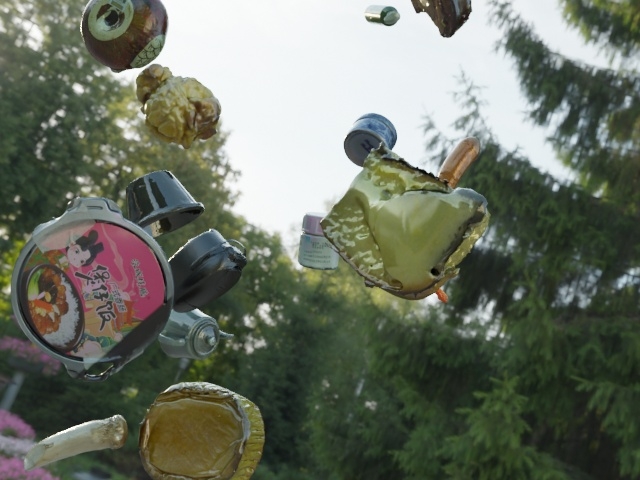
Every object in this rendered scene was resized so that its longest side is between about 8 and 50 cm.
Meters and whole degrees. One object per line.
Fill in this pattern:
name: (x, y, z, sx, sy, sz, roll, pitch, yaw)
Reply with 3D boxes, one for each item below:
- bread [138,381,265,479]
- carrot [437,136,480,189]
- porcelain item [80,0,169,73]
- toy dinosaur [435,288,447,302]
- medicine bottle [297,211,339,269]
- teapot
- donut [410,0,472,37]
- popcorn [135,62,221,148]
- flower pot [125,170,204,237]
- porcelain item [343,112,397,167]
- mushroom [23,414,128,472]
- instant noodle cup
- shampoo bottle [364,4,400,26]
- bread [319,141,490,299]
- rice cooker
bread: (-0.251, 0.420, 1.641, 0.253, 0.227, 0.142, 8, -11, 22)
carrot: (0.301, -0.142, 1.815, 0.062, 0.271, 0.066, 32, -16, 2)
porcelain item: (-0.523, -0.580, 2.138, 0.253, 0.253, 0.253, 20, -14, 5)
toy dinosaur: (0.232, 0.073, 2.093, 0.288, 0.117, 0.070, 46, -34, 3)
medicine bottle: (0.000, 0.000, 2.448, 0.135, 0.169, 0.135, 7, 9, -1)
teapot: (-0.366, 0.280, 2.239, 0.149, 0.162, 0.239, 13, 5, 38)
donut: (0.295, -0.634, 1.935, 0.230, 0.096, 0.216, 56, -9, 50)
popcorn: (-0.508, -0.462, 2.691, 0.332, 0.265, 0.225, 42, -37, -19)
flower pot: (-0.523, -0.119, 2.474, 0.166, 0.269, 0.269, 66, -15, 5)
porcelain item: (0.152, -0.305, 2.341, 0.147, 0.114, 0.147, 14, -46, 15)
mushroom: (-0.494, 0.412, 1.561, 0.209, 0.071, 0.084, -15, -14, -16)
instant noodle cup: (-0.384, 0.072, 1.335, 0.258, 0.303, 0.181, 12, 4, -12)
shampoo bottle: (0.188, -0.671, 2.307, 0.065, 0.065, 0.204, 28, 9, -22)
bread: (0.134, -0.010, 1.186, 0.162, 0.204, 0.262, 38, 3, -44)
rice cooker: (-0.254, 0.066, 1.660, 0.118, 0.203, 0.142, 50, 1, 22)
